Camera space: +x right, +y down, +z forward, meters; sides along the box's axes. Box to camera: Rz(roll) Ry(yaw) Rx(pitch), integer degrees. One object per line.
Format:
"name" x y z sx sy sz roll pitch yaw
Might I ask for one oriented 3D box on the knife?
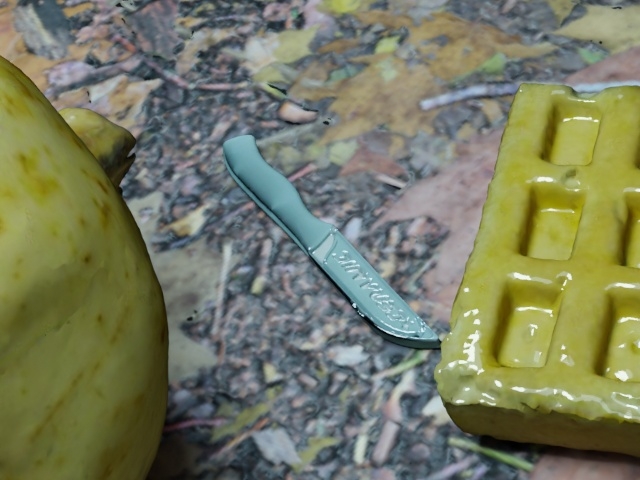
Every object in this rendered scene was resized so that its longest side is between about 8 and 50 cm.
"knife" -0.001 0.000 0.940 0.028 0.015 0.210 -29 51 -17

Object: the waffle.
"waffle" 0.203 0.017 0.847 0.248 0.055 0.221 6 54 18

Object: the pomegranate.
"pomegranate" -0.227 0.028 0.792 0.343 0.342 0.342 -7 51 9
